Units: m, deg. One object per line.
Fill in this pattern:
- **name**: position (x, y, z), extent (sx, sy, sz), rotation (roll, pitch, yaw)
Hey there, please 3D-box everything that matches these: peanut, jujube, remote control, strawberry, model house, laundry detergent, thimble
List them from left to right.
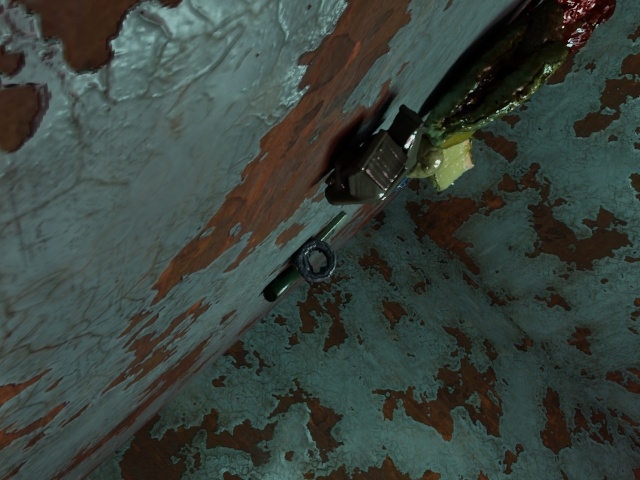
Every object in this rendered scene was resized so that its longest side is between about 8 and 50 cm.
- **laundry detergent**: position (-0.135, 0.156, 1.815), extent (0.211, 0.063, 0.137), rotation (-44, 177, -35)
- **thimble**: position (-0.017, 0.075, 1.616), extent (0.150, 0.150, 0.098), rotation (-44, 180, -8)
- **remote control**: position (0.000, 0.000, 1.736), extent (0.285, 0.038, 0.123), rotation (-44, 174, -10)
- **model house**: position (0.114, -0.166, 0.892), extent (0.229, 0.122, 0.188), rotation (-48, 171, -13)
- **peanut**: position (0.327, -0.283, 1.537), extent (0.159, 0.143, 0.291), rotation (-6, -169, 11)
- **strawberry**: position (0.687, -0.666, 1.300), extent (0.306, 0.138, 0.233), rotation (-50, 174, 35)
- **jujube**: position (0.862, -0.766, 1.558), extent (0.232, 0.213, 0.213), rotation (-50, 174, 9)

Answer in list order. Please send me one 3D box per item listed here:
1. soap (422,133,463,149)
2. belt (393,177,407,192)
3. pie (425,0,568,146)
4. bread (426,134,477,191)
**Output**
- **soap**: position (0.470, -0.402, 1.637), extent (0.173, 0.089, 0.274), rotation (-17, 177, 7)
- **belt**: position (0.341, -0.270, 2.003), extent (0.190, 0.082, 0.141), rotation (-39, 178, -38)
- **pie**: position (0.463, -0.421, 1.277), extent (0.395, 0.180, 0.418), rotation (-45, -178, -13)
- **bread**: position (0.559, -0.373, 1.951), extent (0.248, 0.279, 0.315), rotation (-38, -173, 5)
